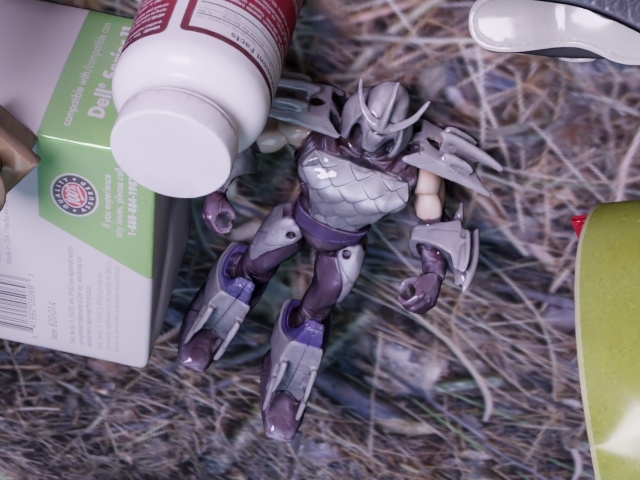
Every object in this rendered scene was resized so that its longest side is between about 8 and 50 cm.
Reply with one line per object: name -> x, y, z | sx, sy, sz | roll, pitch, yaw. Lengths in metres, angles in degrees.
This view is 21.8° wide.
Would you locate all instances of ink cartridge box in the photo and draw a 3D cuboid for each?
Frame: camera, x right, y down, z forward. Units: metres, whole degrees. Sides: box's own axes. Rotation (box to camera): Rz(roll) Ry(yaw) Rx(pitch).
ink cartridge box -> -0.262, -0.056, 1.033 | 0.353, 0.119, 0.207 | 12, 139, 2

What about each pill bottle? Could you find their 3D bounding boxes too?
pill bottle -> -0.063, -0.099, 0.897 | 0.086, 0.152, 0.086 | 9, 140, 7

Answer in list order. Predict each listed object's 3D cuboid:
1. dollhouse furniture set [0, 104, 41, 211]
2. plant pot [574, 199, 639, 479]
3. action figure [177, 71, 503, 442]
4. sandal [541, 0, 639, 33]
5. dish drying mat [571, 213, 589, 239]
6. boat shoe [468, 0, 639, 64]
dollhouse furniture set -> -0.341, -0.052, 0.848 | 0.355, 0.174, 0.303 | -38, 108, 27
plant pot -> 0.322, 0.083, 0.918 | 0.294, 0.274, 0.275 | -13, 134, 22
action figure -> 0.000, 0.000, 1.041 | 0.185, 0.099, 0.285 | 27, 135, -2
sandal -> 0.148, -0.150, 0.844 | 0.255, 0.054, 0.097 | 12, 98, 0
dish drying mat -> 0.187, 0.012, 1.065 | 0.032, 0.008, 0.083 | -9, 135, 25
boat shoe -> 0.144, -0.117, 0.903 | 0.125, 0.038, 0.046 | -2, 96, 11
